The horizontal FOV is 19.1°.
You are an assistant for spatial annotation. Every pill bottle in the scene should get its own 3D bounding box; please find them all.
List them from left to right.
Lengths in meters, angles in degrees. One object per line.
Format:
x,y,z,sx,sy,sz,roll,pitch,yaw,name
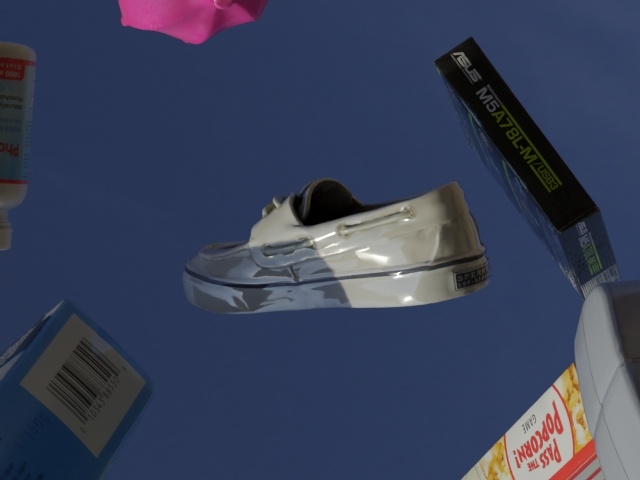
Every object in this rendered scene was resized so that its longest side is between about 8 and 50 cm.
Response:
-0.268,-0.075,1.472,0.087,0.087,0.160,2,-87,-34,pill bottle

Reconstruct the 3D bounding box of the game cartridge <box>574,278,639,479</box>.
0.222,0.112,0.728,0.196,0.294,0.060,-8,-49,-19,game cartridge

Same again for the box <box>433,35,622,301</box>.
0.172,-0.054,1.559,0.045,0.190,0.184,-32,-115,2,box

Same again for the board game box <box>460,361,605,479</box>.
0.150,0.117,0.939,0.147,0.193,0.045,-3,-120,-24,board game box

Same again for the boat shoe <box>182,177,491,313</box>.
0.000,0.000,1.341,0.096,0.267,0.088,-20,-78,-42,boat shoe

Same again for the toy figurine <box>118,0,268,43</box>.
-0.076,-0.154,0.804,0.159,0.130,0.173,36,-138,8,toy figurine

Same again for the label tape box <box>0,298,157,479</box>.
-0.304,0.226,1.432,0.115,0.348,0.249,47,-153,-11,label tape box
